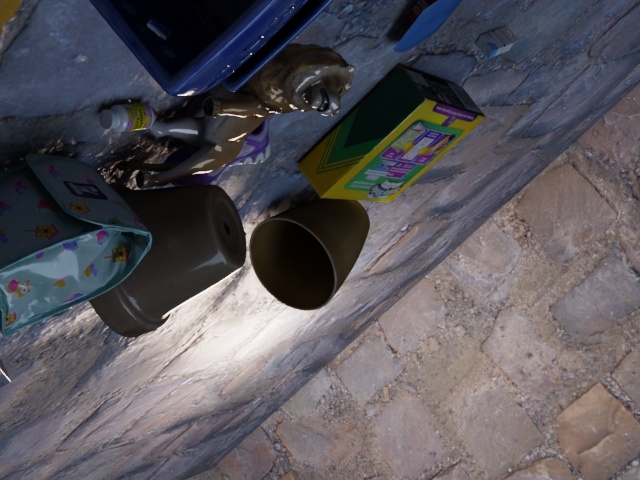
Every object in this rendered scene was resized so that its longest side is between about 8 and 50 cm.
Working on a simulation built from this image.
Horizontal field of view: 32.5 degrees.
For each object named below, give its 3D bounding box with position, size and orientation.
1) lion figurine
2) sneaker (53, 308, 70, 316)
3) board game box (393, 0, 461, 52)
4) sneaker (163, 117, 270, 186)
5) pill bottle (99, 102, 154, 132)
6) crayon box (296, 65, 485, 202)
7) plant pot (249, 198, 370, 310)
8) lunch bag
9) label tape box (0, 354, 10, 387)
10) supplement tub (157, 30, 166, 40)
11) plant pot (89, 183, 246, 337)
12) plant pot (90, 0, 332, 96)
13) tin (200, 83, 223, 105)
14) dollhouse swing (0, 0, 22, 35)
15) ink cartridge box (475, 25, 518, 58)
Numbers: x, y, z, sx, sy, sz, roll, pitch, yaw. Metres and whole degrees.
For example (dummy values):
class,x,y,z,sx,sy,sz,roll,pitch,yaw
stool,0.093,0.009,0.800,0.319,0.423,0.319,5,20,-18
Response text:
class,x,y,z,sx,sy,sz,roll,pitch,yaw
lion figurine,-0.141,-0.201,1.776,0.240,0.142,0.392,-6,165,-45
sneaker,-0.475,0.058,1.871,0.178,0.124,0.295,-48,173,21
board game box,0.197,-0.424,2.073,0.133,0.033,0.168,-29,168,-39
sneaker,-0.178,-0.171,1.937,0.236,0.095,0.104,-30,156,-36
pill bottle,-0.302,-0.190,1.705,0.083,0.043,0.043,-14,153,-51
crayon box,0.162,-0.222,2.418,0.313,0.106,0.363,-41,162,21
plant pot,0.000,0.000,2.557,0.254,0.237,0.237,-41,172,-47
lunch bag,-0.409,-0.013,1.637,0.262,0.223,0.160,-28,137,-23
label tape box,-0.713,0.270,2.039,0.240,0.106,0.333,-31,162,-12
supplement tub,-0.176,-0.313,1.573,0.107,0.071,0.071,-35,163,-6
plant pot,-0.256,0.011,1.846,0.229,0.263,0.263,-16,168,16
plant pot,-0.130,-0.329,1.368,0.236,0.236,0.212,-42,169,17
tin,-0.137,-0.269,1.832,0.106,0.040,0.189,-20,157,-32
dollhouse swing,-0.308,-0.257,1.072,0.347,0.305,0.315,-46,160,28
ink cartridge box,0.384,-0.431,2.383,0.083,0.048,0.028,-24,160,-32
